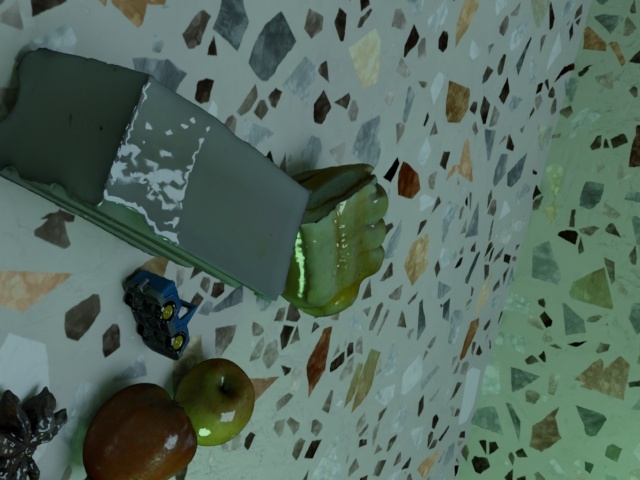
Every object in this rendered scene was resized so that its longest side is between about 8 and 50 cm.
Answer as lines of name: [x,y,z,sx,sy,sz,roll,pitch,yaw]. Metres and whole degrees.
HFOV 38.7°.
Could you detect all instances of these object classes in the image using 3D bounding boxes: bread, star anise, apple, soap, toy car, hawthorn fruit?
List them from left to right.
star anise: [-0.520,0.345,1.549,0.212,0.073,0.197,-67,152,-12]
hawthorn fruit: [-0.361,0.396,1.727,0.251,0.199,0.199,-42,141,-19]
soap: [-0.260,-0.097,1.456,0.435,0.350,0.213,35,77,-56]
toy car: [-0.302,0.133,1.758,0.100,0.097,0.191,-46,142,-37]
apple: [-0.230,0.347,1.933,0.182,0.182,0.155,-36,165,-44]
bread: [0.000,0.000,2.066,0.300,0.210,0.341,-33,135,-31]
